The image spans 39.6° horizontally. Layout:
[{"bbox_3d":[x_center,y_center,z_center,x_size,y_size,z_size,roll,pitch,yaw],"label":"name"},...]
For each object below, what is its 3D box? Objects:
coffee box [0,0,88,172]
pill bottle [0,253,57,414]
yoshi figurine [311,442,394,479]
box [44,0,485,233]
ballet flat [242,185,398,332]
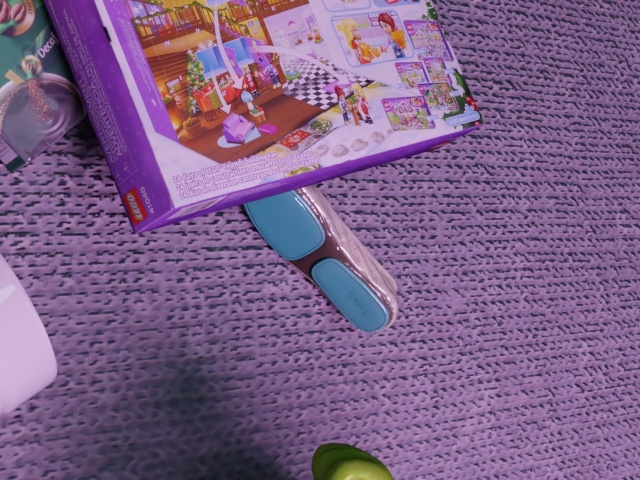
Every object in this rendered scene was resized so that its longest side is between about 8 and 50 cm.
[{"bbox_3d":[-0.207,-0.147,0.549,0.113,0.040,0.184,-46,107,-27],"label":"coffee box"},{"bbox_3d":[-0.272,0.094,0.417,0.272,0.152,0.152,-34,102,-31],"label":"pill bottle"},{"bbox_3d":[0.021,0.231,0.459,0.203,0.362,0.203,-37,105,-29],"label":"yoshi figurine"},{"bbox_3d":[-0.029,-0.137,0.609,0.293,0.057,0.200,-18,85,-41],"label":"box"},{"bbox_3d":[0.000,0.000,0.665,0.168,0.057,0.052,52,32,-20],"label":"ballet flat"}]
